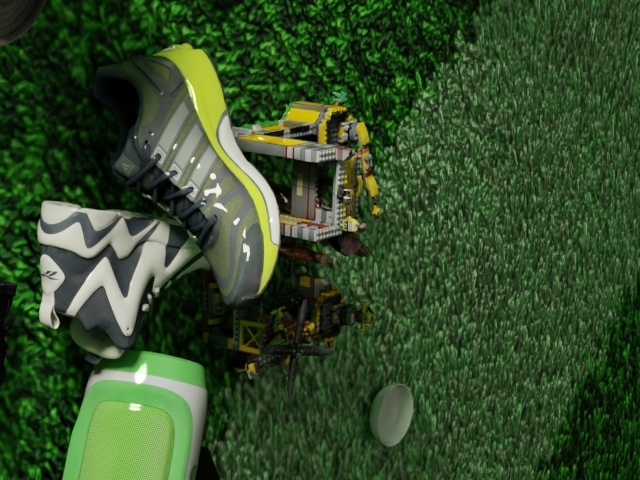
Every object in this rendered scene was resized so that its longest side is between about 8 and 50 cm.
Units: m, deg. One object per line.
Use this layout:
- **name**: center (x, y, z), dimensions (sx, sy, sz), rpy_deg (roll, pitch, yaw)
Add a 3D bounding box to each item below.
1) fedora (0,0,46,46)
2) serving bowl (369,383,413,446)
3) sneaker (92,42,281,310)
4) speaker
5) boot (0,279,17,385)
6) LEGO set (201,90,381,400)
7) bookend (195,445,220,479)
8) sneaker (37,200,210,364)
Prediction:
- **fedora**: center (-0.242, -0.304, 1.336), dimensions (0.244, 0.124, 0.275), rpy_deg (59, 31, -47)
- **serving bowl**: center (0.088, 0.226, 2.088), dimensions (0.083, 0.027, 0.083), rpy_deg (-18, 112, -51)
- **sneaker**: center (-0.136, -0.058, 1.553), dimensions (0.121, 0.300, 0.111), rpy_deg (-8, 149, -34)
- **speaker**: center (-0.193, 0.263, 1.597), dimensions (0.131, 0.131, 0.297), rpy_deg (26, 69, -54)
- **boot**: center (-0.312, 0.084, 1.452), dimensions (0.121, 0.045, 0.099), rpy_deg (16, 84, -79)
- **LEGO set**: center (0.000, 0.000, 1.763), dimensions (0.255, 0.192, 0.331), rpy_deg (-1, 100, -54)
- **bookend**: center (-0.172, 0.316, 1.694), dimensions (0.072, 0.156, 0.157), rpy_deg (33, 28, -53)
- **sneaker**: center (-0.190, 0.049, 1.598), dimensions (0.235, 0.094, 0.153), rpy_deg (8, 94, -55)
